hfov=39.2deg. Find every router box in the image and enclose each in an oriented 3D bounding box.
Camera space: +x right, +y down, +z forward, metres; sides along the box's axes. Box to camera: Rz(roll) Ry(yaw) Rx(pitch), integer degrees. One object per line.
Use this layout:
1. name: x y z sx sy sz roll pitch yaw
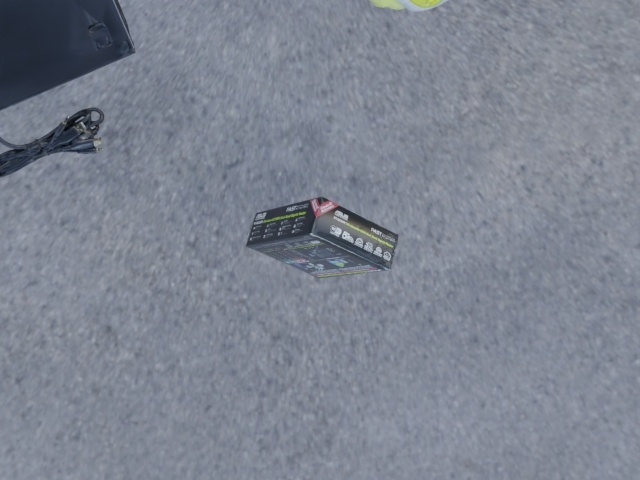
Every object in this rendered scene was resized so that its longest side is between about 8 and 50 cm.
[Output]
1. router box: 0.000 0.000 0.847 0.092 0.122 0.038 26 71 -30

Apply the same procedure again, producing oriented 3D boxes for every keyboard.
1. keyboard: -0.325 -0.138 0.838 0.317 0.033 0.202 -24 123 -8

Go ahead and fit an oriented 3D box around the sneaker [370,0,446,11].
1. sneaker: -0.007 -0.204 0.350 0.126 0.240 0.091 6 148 -32
